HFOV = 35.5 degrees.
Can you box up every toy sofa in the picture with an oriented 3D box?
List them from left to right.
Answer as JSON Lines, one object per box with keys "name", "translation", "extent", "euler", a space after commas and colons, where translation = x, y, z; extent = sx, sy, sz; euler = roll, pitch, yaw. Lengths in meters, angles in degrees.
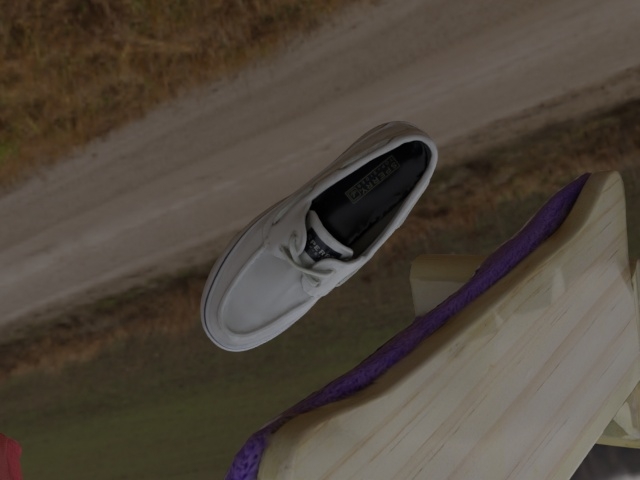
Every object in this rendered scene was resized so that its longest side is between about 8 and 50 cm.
{"name": "toy sofa", "translation": [0.035, 0.093, 0.486], "extent": [0.150, 0.177, 0.362], "euler": [-1, -161, 36]}

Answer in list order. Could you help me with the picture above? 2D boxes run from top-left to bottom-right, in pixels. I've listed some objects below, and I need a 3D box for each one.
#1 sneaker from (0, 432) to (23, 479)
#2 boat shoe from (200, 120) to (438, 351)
{"name": "sneaker", "translation": [-0.296, 0.326, 0.928], "extent": [0.116, 0.314, 0.136], "euler": [1, -168, 11]}
{"name": "boat shoe", "translation": [0.000, 0.000, 0.877], "extent": [0.267, 0.096, 0.088], "euler": [-39, -171, 0]}
